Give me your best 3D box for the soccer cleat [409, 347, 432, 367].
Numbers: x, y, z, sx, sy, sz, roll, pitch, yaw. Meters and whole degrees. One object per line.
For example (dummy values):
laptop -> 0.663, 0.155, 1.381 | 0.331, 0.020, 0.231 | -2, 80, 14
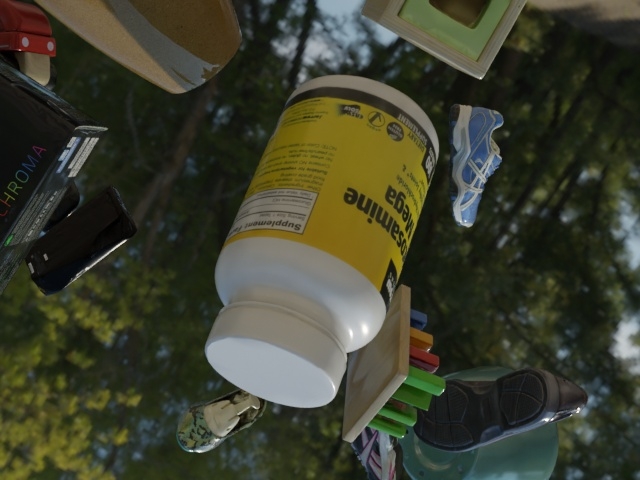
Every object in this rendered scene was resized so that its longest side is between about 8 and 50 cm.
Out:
soccer cleat -> 0.175, 0.257, 2.285 | 0.178, 0.060, 0.072 | -17, -124, -39

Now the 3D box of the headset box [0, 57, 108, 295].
headset box -> -0.422, -0.099, 1.177 | 0.283, 0.246, 0.131 | 35, -174, 1

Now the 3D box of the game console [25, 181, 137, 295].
game console -> -0.488, -0.061, 2.111 | 0.044, 0.213, 0.361 | 52, -178, -44

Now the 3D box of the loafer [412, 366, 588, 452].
loafer -> 0.254, 0.249, 1.590 | 0.095, 0.302, 0.109 | 11, -110, -31

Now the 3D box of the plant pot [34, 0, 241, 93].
plant pot -> -0.212, -0.308, 1.311 | 0.254, 0.237, 0.237 | 50, -173, -32

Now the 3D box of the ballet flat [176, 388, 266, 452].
ballet flat -> -0.130, 0.238, 1.510 | 0.070, 0.070, 0.188 | 37, -161, 13

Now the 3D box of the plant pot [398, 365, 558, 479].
plant pot -> 0.289, 0.394, 2.187 | 0.293, 0.293, 0.235 | 44, -160, 32

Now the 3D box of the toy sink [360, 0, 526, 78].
toy sink -> 0.179, -0.341, 1.353 | 0.152, 0.234, 0.131 | 27, -170, -16

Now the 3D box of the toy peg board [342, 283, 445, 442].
toy peg board -> 0.103, 0.176, 1.484 | 0.079, 0.161, 0.161 | 23, -140, -14

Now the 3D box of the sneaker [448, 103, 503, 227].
sneaker -> 0.240, -0.111, 1.711 | 0.081, 0.211, 0.080 | -1, -145, 3

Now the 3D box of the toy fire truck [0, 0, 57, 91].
toy fire truck -> -0.523, -0.356, 1.761 | 0.217, 0.247, 0.158 | 1, -177, 27

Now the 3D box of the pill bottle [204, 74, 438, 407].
pill bottle -> 0.000, 0.000, 1.186 | 0.187, 0.188, 0.334 | 28, -121, -13

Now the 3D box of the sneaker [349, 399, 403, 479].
sneaker -> 0.085, 0.328, 1.729 | 0.077, 0.178, 0.072 | 6, -164, 22
